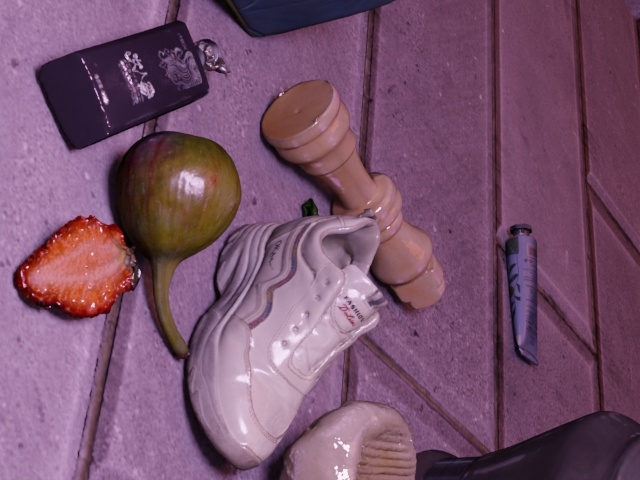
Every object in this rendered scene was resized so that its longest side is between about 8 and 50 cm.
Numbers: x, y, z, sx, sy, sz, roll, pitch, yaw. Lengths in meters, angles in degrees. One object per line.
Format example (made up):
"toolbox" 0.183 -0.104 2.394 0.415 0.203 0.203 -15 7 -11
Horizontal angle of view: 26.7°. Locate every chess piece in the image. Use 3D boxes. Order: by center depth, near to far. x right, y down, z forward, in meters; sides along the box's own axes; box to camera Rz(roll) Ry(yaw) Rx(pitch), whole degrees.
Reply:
"chess piece" 0.065 -0.047 1.882 0.397 0.117 0.117 53 34 -36

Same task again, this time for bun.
"bun" 0.019 0.285 1.572 0.231 0.133 0.231 -23 118 -54

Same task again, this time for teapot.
"teapot" 0.253 0.390 1.701 0.376 0.362 0.305 -23 98 -50

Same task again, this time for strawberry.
"strawberry" -0.245 0.028 1.350 0.152 0.048 0.104 -12 92 -45

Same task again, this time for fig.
"fig" -0.162 0.006 1.468 0.149 0.149 0.245 10 84 -59

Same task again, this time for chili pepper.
"chili pepper" -0.005 0.000 1.807 0.118 0.035 0.055 66 15 9

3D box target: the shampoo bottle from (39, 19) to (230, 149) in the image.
"shampoo bottle" -0.198 -0.188 1.532 0.098 0.071 0.309 65 27 -7

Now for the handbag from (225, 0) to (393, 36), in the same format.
"handbag" -0.024 -0.427 1.776 0.222 0.263 0.241 39 38 -67

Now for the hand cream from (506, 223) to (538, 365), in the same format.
"hand cream" 0.363 0.092 2.384 0.088 0.055 0.256 40 43 -56

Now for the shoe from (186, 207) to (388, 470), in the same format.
"shoe" -0.025 0.094 1.525 0.132 0.211 0.342 50 35 -35
